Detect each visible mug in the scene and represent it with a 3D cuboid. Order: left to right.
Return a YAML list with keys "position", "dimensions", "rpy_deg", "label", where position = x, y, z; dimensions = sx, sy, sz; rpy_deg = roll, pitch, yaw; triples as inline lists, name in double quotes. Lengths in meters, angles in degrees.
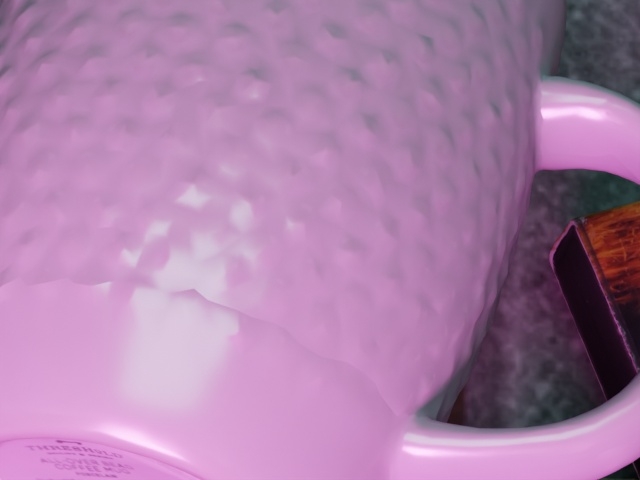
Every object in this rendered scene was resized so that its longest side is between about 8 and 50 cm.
- position: [0.000, 0.000, 0.883]
  dimensions: [0.374, 0.276, 0.328]
  rpy_deg: [9, 56, 12]
  label: "mug"

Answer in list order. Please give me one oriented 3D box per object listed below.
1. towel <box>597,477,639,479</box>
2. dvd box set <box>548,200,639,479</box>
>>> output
- position: [0.134, 0.276, 0.995]
  dimensions: [0.324, 0.056, 0.312]
  rpy_deg: [3, 65, -2]
  label: "towel"
- position: [0.375, 0.080, 1.044]
  dimensions: [0.420, 0.062, 0.307]
  rpy_deg: [-14, 69, -14]
  label: "dvd box set"
